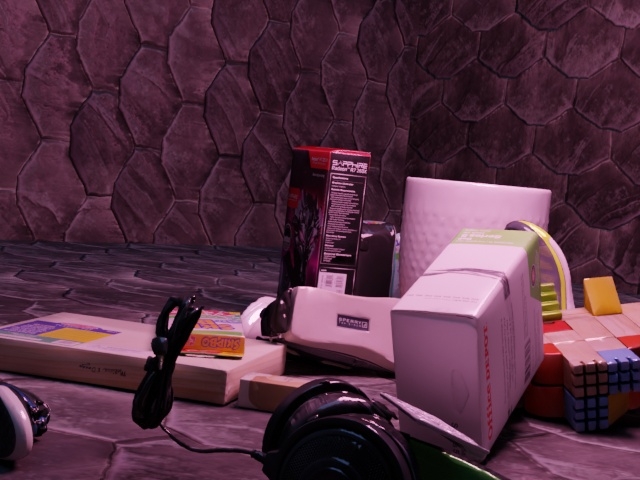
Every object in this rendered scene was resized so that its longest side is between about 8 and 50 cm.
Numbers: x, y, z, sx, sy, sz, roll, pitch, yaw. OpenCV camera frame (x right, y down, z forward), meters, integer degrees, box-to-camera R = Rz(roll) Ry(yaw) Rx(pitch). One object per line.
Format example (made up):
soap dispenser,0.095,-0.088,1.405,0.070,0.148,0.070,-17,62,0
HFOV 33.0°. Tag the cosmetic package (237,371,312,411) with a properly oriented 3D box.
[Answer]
cosmetic package,-0.051,0.212,1.489,0.115,0.041,0.060,6,4,11

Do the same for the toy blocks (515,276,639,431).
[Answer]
toy blocks,0.389,0.188,1.610,0.381,0.191,0.261,-6,14,-4

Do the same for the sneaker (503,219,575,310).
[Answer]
sneaker,0.363,0.108,1.848,0.121,0.300,0.111,-10,-15,-20

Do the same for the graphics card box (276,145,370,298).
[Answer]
graphics card box,0.000,0.000,2.157,0.094,0.371,0.233,4,6,-21

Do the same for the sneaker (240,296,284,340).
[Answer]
sneaker,-0.051,0.157,1.929,0.232,0.090,0.115,-11,33,-45

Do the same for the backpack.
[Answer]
backpack,0.093,0.067,2.379,0.191,0.225,0.253,7,-6,-21

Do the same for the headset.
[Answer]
headset,0.022,0.184,1.007,0.394,0.185,0.243,16,3,-7

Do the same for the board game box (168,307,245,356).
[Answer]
board game box,-0.182,0.140,1.665,0.124,0.039,0.259,4,7,-7

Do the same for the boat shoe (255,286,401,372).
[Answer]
boat shoe,0.053,0.160,1.829,0.340,0.127,0.158,18,-22,-22

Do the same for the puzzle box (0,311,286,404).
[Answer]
puzzle box,-0.284,0.173,1.651,0.408,0.052,0.272,6,5,16

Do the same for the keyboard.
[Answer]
keyboard,0.107,0.178,1.073,0.072,0.014,0.256,31,-5,-2

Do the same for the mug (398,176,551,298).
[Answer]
mug,0.281,0.051,2.101,0.276,0.328,0.374,5,4,-3

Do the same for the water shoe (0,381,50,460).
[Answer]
water shoe,-0.337,0.192,1.210,0.080,0.073,0.203,5,4,-31

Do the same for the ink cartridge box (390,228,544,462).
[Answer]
ink cartridge box,0.195,0.125,1.388,0.114,0.198,0.273,4,23,26
